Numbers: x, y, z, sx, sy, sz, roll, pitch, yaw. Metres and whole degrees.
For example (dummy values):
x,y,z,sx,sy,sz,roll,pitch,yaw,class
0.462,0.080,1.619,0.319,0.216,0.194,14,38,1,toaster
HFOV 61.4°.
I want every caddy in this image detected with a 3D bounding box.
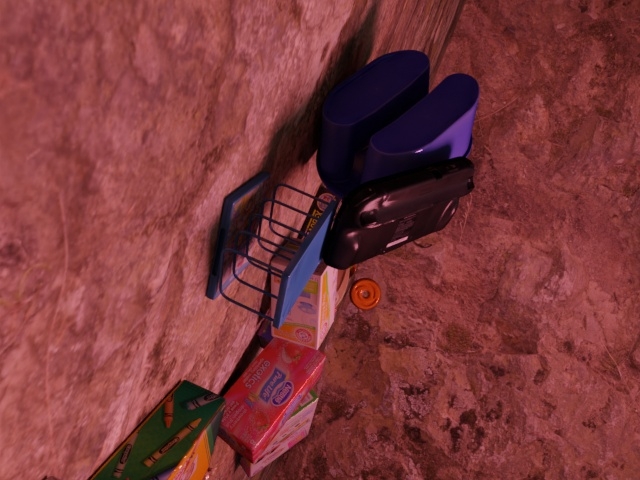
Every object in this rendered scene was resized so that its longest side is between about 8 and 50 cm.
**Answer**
x,y,z,sx,sy,sz,roll,pitch,yaw,class
0.145,-0.202,1.025,0.341,0.241,0.179,-40,152,-26,caddy

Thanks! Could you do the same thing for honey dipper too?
x,y,z,sx,sy,sz,roll,pitch,yaw,class
-0.262,0.538,1.239,0.161,0.030,0.030,90,25,-70,honey dipper

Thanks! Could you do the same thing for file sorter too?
x,y,z,sx,sy,sz,roll,pitch,yaw,class
-0.062,0.015,0.788,0.118,0.104,0.170,103,13,-45,file sorter

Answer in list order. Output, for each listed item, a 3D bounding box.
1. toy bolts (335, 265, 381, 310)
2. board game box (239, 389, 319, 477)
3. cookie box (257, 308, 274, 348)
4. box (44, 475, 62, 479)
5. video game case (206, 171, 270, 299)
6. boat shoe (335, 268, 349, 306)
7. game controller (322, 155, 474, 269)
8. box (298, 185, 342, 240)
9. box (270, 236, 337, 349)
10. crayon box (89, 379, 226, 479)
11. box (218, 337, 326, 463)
x,y,z,sx,sy,sz,roll,pitch,yaw,class
0.068,0.167,1.753,0.228,0.218,0.158,-49,177,0,toy bolts
-0.133,0.587,1.651,0.242,0.064,0.316,-29,151,-28,board game box
-0.108,0.207,1.271,0.107,0.040,0.092,93,23,-63,cookie box
-0.283,0.412,0.539,0.148,0.121,0.311,-48,159,-64,box
-0.119,-0.008,0.785,0.119,0.015,0.166,-52,163,-58,video game case
-0.002,0.167,1.588,0.302,0.109,0.098,-58,169,-19,boat shoe
0.137,-0.048,0.899,0.319,0.067,0.166,-18,150,-39,game controller
0.000,0.000,1.332,0.270,0.060,0.216,40,73,-81,box
-0.034,0.113,1.136,0.103,0.114,0.203,-54,153,-52,box
-0.240,0.342,0.736,0.278,0.081,0.165,-49,160,-62,crayon box
-0.111,0.333,1.174,0.257,0.122,0.128,-47,161,-31,box
